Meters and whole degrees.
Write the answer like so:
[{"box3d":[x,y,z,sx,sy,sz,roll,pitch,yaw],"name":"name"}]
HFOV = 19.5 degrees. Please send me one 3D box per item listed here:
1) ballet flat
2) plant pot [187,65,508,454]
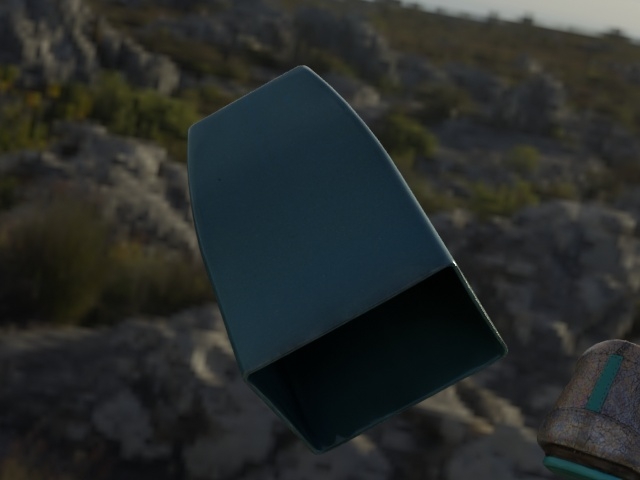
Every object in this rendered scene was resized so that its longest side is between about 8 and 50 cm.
[{"box3d":[0.222,0.140,1.250,0.107,0.106,0.316,15,-14,19],"name":"ballet flat"},{"box3d":[0.000,0.000,1.384,0.234,0.165,0.166,64,5,31],"name":"plant pot"}]
